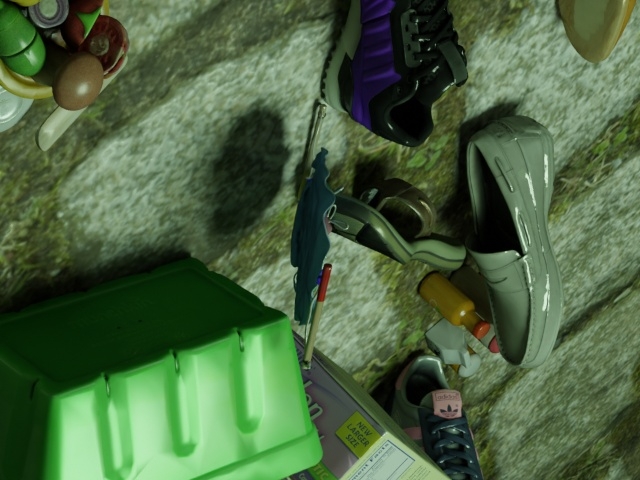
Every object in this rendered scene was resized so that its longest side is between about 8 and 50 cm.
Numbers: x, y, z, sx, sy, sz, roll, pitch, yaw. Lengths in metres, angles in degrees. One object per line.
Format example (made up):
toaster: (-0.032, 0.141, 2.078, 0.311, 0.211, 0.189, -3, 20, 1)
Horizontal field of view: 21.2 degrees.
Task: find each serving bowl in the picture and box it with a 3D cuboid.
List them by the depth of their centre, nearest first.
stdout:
serving bowl: (-0.277, -0.122, 1.465, 0.083, 0.027, 0.083, -31, 146, -23)

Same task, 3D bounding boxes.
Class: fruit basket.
fruit basket: (-0.189, 0.245, 1.734, 0.392, 0.283, 0.392, -23, 127, -35)

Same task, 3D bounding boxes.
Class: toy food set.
toy food set: (-0.211, -0.172, 1.417, 0.128, 0.071, 0.218, -44, 140, -19)
toy food set: (0.211, 0.118, 2.237, 0.111, 0.104, 0.232, -38, 147, -14)

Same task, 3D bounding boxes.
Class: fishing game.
fishing game: (0.000, 0.000, 1.743, 0.041, 0.264, 0.189, 7, 128, -8)

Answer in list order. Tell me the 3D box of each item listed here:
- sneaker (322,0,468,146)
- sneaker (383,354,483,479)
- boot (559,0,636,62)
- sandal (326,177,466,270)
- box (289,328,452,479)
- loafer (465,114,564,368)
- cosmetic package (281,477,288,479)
sneaker: (0.095, -0.215, 1.688, 0.102, 0.146, 0.293, -25, 143, -30)
sneaker: (0.150, 0.265, 2.169, 0.112, 0.319, 0.131, 5, 116, -20)
boot: (0.380, -0.352, 1.912, 0.211, 0.104, 0.295, -27, 139, -28)
sandal: (0.083, -0.027, 1.934, 0.303, 0.120, 0.086, 13, 100, -65)
box: (0.016, 0.232, 2.030, 0.117, 0.213, 0.243, -46, 149, 0)
loafer: (0.223, 0.009, 2.059, 0.111, 0.112, 0.319, -17, 110, -31)
cosmetic package: (-0.143, 0.540, 2.080, 0.393, 0.329, 0.327, -20, 139, -35)
